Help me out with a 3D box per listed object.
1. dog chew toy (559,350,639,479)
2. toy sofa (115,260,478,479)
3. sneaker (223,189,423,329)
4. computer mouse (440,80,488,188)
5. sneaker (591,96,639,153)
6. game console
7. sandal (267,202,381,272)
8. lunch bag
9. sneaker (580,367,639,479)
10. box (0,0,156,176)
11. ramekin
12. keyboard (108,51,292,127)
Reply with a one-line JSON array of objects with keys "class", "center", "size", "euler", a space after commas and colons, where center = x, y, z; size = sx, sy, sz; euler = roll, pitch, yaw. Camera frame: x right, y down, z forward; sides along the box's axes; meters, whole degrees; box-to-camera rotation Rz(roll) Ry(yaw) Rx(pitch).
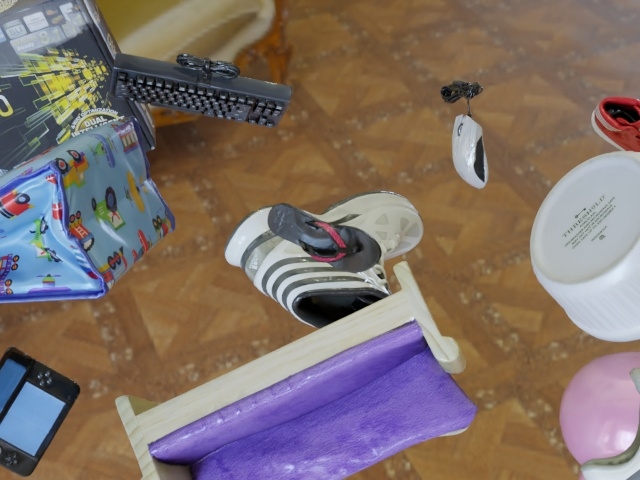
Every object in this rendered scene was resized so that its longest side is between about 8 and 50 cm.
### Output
[{"class": "dog chew toy", "center": [0.446, 0.328, 1.491], "size": [0.207, 0.206, 0.331], "euler": [-3, 67, 5]}, {"class": "toy sofa", "center": [-0.018, 0.183, 1.159], "size": [0.363, 0.150, 0.177], "euler": [-26, 73, 4]}, {"class": "sneaker", "center": [0.068, 0.060, 1.832], "size": [0.447, 0.169, 0.257], "euler": [-9, 47, -46]}, {"class": "computer mouse", "center": [0.247, -0.177, 1.829], "size": [0.042, 0.193, 0.106], "euler": [-17, 17, -23]}, {"class": "sneaker", "center": [0.524, -0.151, 1.694], "size": [0.221, 0.087, 0.128], "euler": [32, 6, 14]}, {"class": "game console", "center": [-0.397, 0.228, 1.409], "size": [0.144, 0.124, 0.085], "euler": [-61, 16, -13]}, {"class": "sandal", "center": [0.000, 0.000, 1.528], "size": [0.179, 0.067, 0.040], "euler": [22, 18, 15]}, {"class": "lunch bag", "center": [-0.329, -0.005, 1.082], "size": [0.293, 0.138, 0.221], "euler": [-15, 14, 15]}, {"class": "sneaker", "center": [0.385, 0.145, 1.035], "size": [0.146, 0.122, 0.330], "euler": [40, 94, 12]}, {"class": "box", "center": [-0.506, -0.232, 1.736], "size": [0.395, 0.318, 0.097], "euler": [-16, 40, 5]}, {"class": "ramekin", "center": [0.420, -0.003, 1.520], "size": [0.273, 0.127, 0.273], "euler": [-35, 39, 34]}, {"class": "keyboard", "center": [-0.122, -0.154, 1.094], "size": [0.180, 0.108, 0.023], "euler": [9, 65, -12]}]
